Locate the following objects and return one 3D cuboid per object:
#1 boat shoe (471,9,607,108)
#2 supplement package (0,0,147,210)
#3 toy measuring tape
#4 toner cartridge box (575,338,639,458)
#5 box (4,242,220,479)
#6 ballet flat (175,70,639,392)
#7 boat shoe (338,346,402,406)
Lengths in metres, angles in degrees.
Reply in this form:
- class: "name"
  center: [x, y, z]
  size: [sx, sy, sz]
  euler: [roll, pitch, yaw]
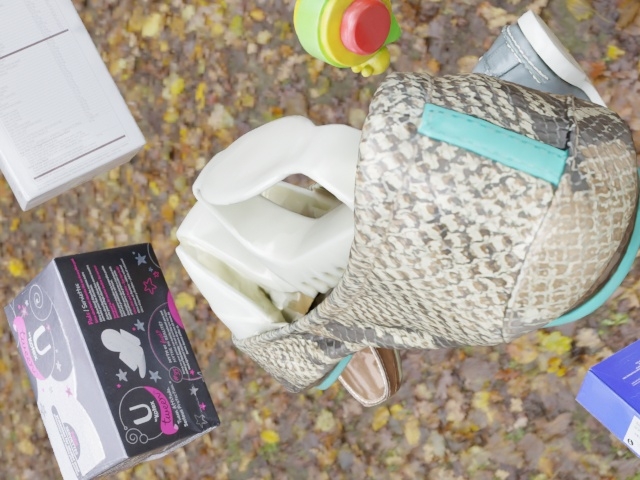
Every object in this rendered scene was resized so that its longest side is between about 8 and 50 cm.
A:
- class: "boat shoe"
  center: [0.271, -0.177, 1.044]
  size: [0.099, 0.319, 0.116]
  euler: [-37, 67, 20]
- class: "supplement package"
  center: [-0.307, -0.172, 0.911]
  size: [0.244, 0.139, 0.134]
  euler: [63, 160, -7]
- class: "toy measuring tape"
  center: [0.001, -0.305, 1.016]
  size: [0.121, 0.330, 0.121]
  euler: [-15, 50, 19]
- class: "toner cartridge box"
  center: [0.578, 0.207, 1.338]
  size: [0.165, 0.348, 0.075]
  euler: [47, 145, 36]
- class: "box"
  center: [-0.260, 0.152, 1.057]
  size: [0.163, 0.142, 0.247]
  euler: [-35, 72, 41]
- class: "ballet flat"
  center: [0.000, 0.000, 0.568]
  size: [0.483, 0.182, 0.164]
  euler: [146, 145, -69]
- class: "boat shoe"
  center: [0.000, 0.100, 1.270]
  size: [0.123, 0.120, 0.324]
  euler: [-32, 86, 31]
